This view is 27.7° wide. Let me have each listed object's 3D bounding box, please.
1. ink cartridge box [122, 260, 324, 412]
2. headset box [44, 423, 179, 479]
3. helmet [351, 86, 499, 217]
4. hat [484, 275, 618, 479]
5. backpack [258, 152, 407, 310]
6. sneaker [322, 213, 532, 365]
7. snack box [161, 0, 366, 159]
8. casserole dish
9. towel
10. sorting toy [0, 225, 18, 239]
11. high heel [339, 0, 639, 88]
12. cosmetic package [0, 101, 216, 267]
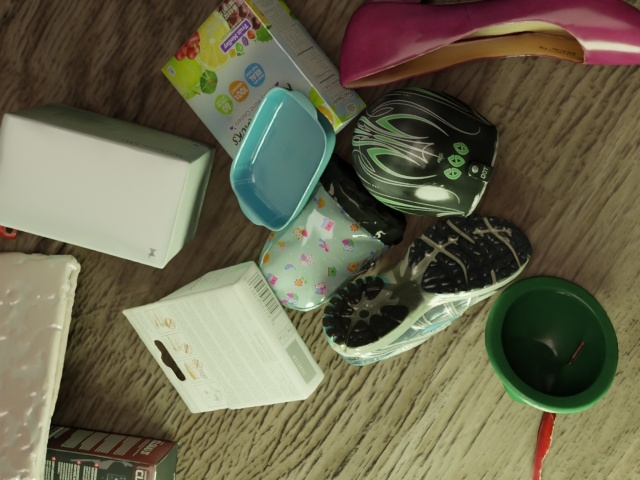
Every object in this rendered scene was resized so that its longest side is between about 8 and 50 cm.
[{"bbox_3d":[-0.126,0.130,1.664,0.225,0.056,0.181,-14,114,45],"label":"ink cartridge box"},{"bbox_3d":[-0.322,0.370,1.742,0.293,0.110,0.218,6,99,9],"label":"headset box"},{"bbox_3d":[0.119,-0.109,1.573,0.162,0.169,0.169,18,101,-7],"label":"helmet"},{"bbox_3d":[0.263,0.174,1.655,0.173,0.183,0.208,23,60,-1],"label":"hat"},{"bbox_3d":[0.000,0.000,1.629,0.152,0.115,0.182,44,106,-1],"label":"backpack"},{"bbox_3d":[0.133,0.065,1.630,0.283,0.122,0.110,-26,63,-6],"label":"sneaker"},{"bbox_3d":[-0.072,-0.189,1.603,0.207,0.070,0.174,50,131,-1],"label":"snack box"},{"bbox_3d":[-0.042,-0.099,1.546,0.114,0.037,0.188,46,130,23],"label":"casserole dish"},{"bbox_3d":[-0.496,0.165,1.710,0.332,0.053,0.316,1,70,10],"label":"towel"},{"bbox_3d":[-0.507,-0.094,1.731,0.275,0.046,0.132,14,101,-6],"label":"sorting toy"},{"bbox_3d":[0.214,-0.216,1.534,0.377,0.127,0.181,15,75,20],"label":"high heel"},{"bbox_3d":[-0.264,-0.075,1.597,0.224,0.224,0.138,15,101,1],"label":"cosmetic package"}]
